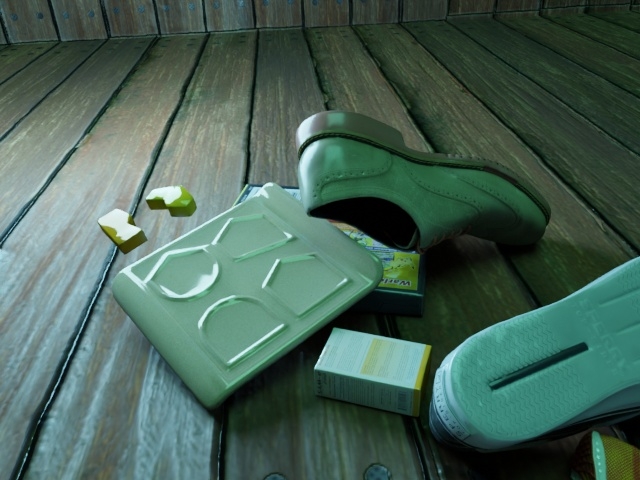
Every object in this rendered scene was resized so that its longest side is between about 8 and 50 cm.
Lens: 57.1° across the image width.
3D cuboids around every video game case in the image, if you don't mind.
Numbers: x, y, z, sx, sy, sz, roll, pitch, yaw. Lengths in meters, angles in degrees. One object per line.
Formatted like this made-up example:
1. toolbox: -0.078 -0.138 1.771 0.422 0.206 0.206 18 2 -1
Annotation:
1. video game case: 0.000 0.000 0.763 0.275 0.035 0.248 4 31 10

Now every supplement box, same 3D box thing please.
1. supplement box: 0.050 0.122 0.551 0.098 0.036 0.062 8 33 17

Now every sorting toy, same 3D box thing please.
1. sorting toy: -0.112 0.024 0.662 0.229 0.041 0.307 -36 51 -22

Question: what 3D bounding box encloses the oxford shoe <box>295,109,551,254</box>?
1. oxford shoe: 0.127 -0.032 0.695 0.348 0.123 0.130 14 60 -19

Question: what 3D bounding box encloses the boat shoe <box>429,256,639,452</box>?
1. boat shoe: 0.239 0.092 0.502 0.335 0.119 0.121 -11 66 -12

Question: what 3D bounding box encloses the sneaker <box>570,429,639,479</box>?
1. sneaker: 0.204 0.199 0.387 0.067 0.064 0.175 18 38 14
